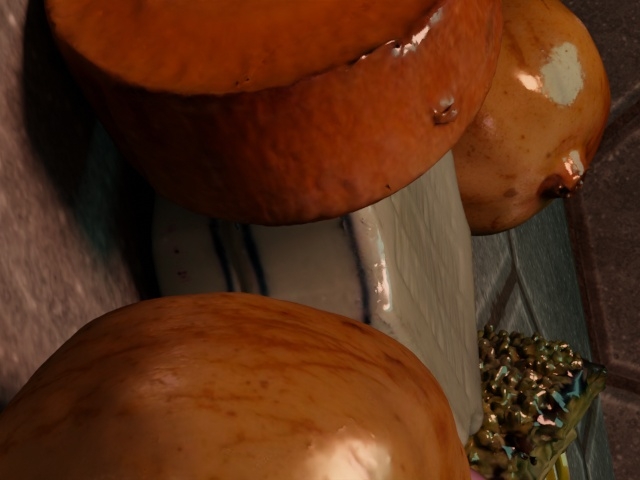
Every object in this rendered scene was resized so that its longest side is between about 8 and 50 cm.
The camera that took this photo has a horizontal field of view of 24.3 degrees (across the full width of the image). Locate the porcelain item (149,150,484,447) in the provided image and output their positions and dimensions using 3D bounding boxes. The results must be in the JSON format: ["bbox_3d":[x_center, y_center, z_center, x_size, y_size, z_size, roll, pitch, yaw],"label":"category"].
[{"bbox_3d":[0.000,0.000,0.997,0.286,0.157,0.281,60,25,-49],"label":"porcelain item"}]

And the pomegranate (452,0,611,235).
[{"bbox_3d":[0.152,-0.128,1.441,0.264,0.264,0.264,-13,90,-74],"label":"pomegranate"}]

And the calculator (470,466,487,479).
[{"bbox_3d":[0.090,0.270,1.170,0.294,0.043,0.194,42,67,-56],"label":"calculator"}]

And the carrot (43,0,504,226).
[{"bbox_3d":[-0.023,-0.147,0.867,0.100,0.258,0.307,81,13,-47],"label":"carrot"}]

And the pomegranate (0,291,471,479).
[{"bbox_3d":[-0.035,0.132,0.638,0.248,0.248,0.248,-13,90,-74],"label":"pomegranate"}]

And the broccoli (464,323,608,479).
[{"bbox_3d":[0.130,0.186,1.404,0.180,0.273,0.242,35,18,17],"label":"broccoli"}]

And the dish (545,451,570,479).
[{"bbox_3d":[0.210,0.220,1.645,0.221,0.108,0.262,-16,94,-75],"label":"dish"}]
